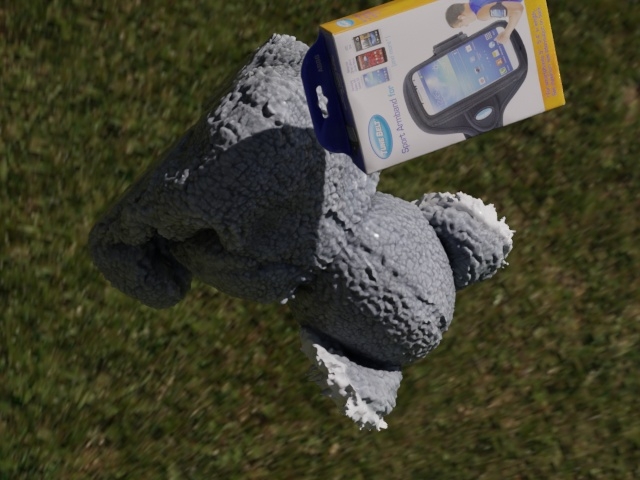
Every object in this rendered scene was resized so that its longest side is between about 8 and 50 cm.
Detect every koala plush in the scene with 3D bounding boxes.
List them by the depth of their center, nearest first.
[{"bbox_3d":[0.000,0.000,0.940,0.221,0.203,0.196,43,72,-9],"label":"koala plush"}]

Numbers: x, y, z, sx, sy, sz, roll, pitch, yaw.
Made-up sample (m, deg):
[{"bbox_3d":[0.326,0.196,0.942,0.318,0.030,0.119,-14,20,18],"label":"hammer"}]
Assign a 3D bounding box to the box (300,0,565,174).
[{"bbox_3d":[0.059,-0.090,0.791,0.136,0.028,0.081,-21,114,-13],"label":"box"}]
